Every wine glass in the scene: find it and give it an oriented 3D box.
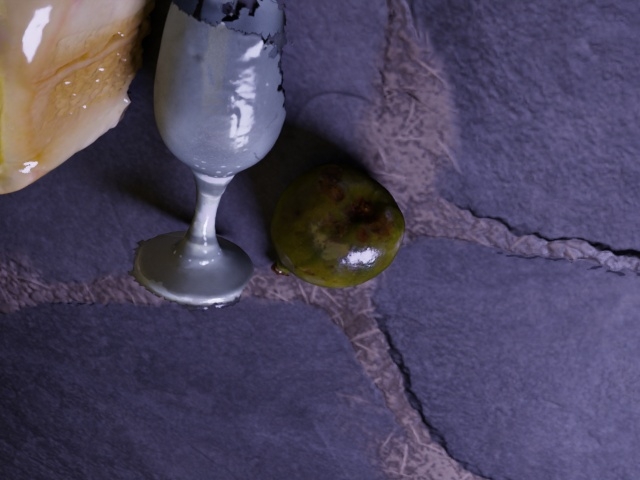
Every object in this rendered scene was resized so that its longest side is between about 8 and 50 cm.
[{"bbox_3d":[-0.111,-0.091,1.039,0.143,0.143,0.321,17,124,6],"label":"wine glass"}]

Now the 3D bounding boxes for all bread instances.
[{"bbox_3d":[-0.307,-0.201,0.963,0.211,0.270,0.315,33,132,12],"label":"bread"}]

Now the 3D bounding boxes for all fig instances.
[{"bbox_3d":[0.000,0.010,1.081,0.133,0.126,0.185,25,123,-16],"label":"fig"}]
